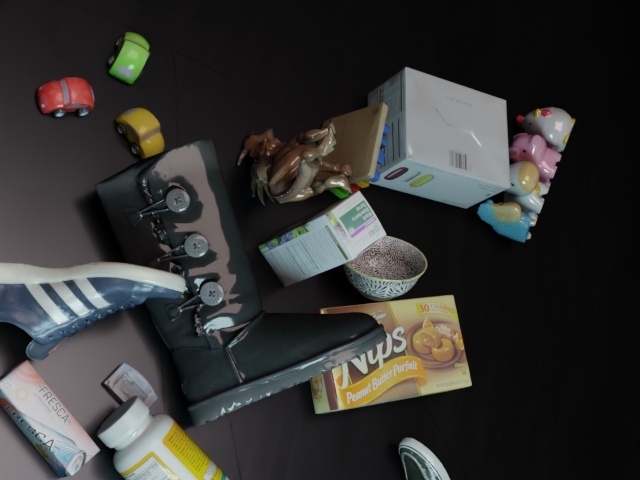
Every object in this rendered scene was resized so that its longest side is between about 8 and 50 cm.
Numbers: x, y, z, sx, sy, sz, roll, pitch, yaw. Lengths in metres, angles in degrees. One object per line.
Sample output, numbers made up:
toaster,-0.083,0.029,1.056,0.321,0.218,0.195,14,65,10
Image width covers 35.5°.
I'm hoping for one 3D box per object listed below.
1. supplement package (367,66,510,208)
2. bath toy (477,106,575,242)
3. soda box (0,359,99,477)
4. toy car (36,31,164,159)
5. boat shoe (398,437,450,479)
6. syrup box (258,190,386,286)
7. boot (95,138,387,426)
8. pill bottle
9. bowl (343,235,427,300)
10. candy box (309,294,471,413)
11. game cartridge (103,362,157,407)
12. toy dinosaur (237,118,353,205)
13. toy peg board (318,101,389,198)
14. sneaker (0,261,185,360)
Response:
supplement package,0.240,-0.204,2.046,0.261,0.145,0.204,12,68,-28
bath toy,0.454,-0.168,2.189,0.129,0.151,0.348,21,58,12
soda box,-0.423,0.273,1.527,0.063,0.058,0.183,-42,98,-35
toy car,-0.352,-0.279,1.751,0.239,0.053,0.225,27,62,-23
boat shoe,0.202,0.470,1.848,0.070,0.077,0.219,-35,96,-36
syrup box,0.000,0.000,1.773,0.093,0.237,0.096,-37,96,-35
boot,-0.130,0.037,1.686,0.367,0.146,0.445,-21,84,-13
pill bottle,-0.251,0.349,1.576,0.208,0.117,0.117,48,56,-10
bowl,0.113,0.063,1.903,0.170,0.170,0.080,-12,125,-35
candy box,0.125,0.210,1.876,0.316,0.087,0.183,-4,77,-33
game cartridge,-0.309,0.244,1.635,0.083,0.017,0.056,49,59,-10
toy dinosaur,-0.055,-0.120,1.761,0.200,0.296,0.127,-18,107,7
toy peg board,0.073,-0.163,1.929,0.079,0.160,0.161,32,59,-38
sneaker,-0.384,0.109,1.538,0.349,0.131,0.148,0,85,-8
